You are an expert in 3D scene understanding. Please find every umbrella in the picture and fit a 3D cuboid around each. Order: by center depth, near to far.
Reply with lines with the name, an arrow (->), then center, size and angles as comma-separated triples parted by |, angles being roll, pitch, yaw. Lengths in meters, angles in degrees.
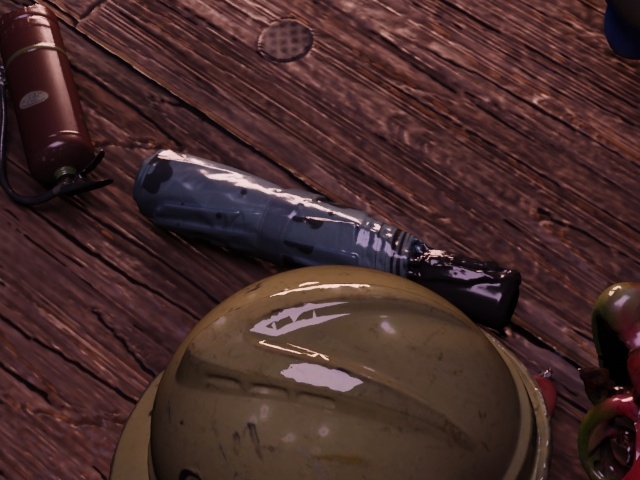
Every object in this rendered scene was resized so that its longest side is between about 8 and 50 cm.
umbrella -> -0.001, 0.002, 1.129 | 0.250, 0.052, 0.053 | 20, 106, 18

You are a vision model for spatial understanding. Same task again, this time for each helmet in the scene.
helmet -> -0.014, 0.086, 1.002 | 0.257, 0.137, 0.204 | -9, 52, 12

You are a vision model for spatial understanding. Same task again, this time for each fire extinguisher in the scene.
fire extinguisher -> -0.181, -0.079, 1.218 | 0.078, 0.045, 0.157 | -33, 54, 19

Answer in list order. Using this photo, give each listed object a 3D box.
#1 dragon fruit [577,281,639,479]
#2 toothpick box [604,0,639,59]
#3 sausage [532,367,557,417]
dragon fruit -> 0.223, 0.151, 0.931 | 0.218, 0.198, 0.273 | -28, 28, 22
toothpick box -> 0.314, -0.194, 1.121 | 0.354, 0.263, 0.263 | 19, 61, 20
sausage -> 0.079, 0.158, 1.027 | 0.029, 0.029, 0.223 | 21, 61, 20
